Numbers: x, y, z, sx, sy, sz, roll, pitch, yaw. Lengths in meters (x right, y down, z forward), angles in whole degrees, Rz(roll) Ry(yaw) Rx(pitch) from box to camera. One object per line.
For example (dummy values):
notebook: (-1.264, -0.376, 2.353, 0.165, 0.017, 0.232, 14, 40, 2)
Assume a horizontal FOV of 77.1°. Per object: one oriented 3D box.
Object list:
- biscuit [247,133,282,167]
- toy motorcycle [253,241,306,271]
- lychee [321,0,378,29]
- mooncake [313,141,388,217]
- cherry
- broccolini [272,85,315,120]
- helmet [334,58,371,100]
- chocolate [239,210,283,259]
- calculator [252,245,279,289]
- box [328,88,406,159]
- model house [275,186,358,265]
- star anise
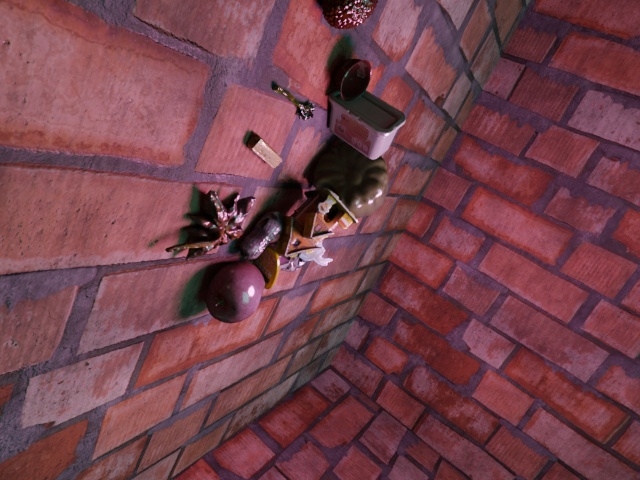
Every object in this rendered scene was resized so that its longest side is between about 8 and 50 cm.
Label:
biscuit: (-0.202, -0.323, 1.471, 0.056, 0.052, 0.188, -41, 157, 6)
toy motorcycle: (-0.168, 0.047, 1.915, 0.327, 0.143, 0.188, 4, 117, -46)
lychee: (0.091, -0.779, 1.307, 0.188, 0.188, 0.188, -43, 154, -28)
mooncake: (0.148, -0.282, 1.831, 0.351, 0.351, 0.187, -51, 158, -14)
cherry: (-0.348, 0.211, 1.676, 0.261, 0.221, 0.307, -61, 176, 27)
broccolini: (-0.101, -0.506, 1.470, 0.058, 0.071, 0.254, -21, 164, 27)
helmet: (0.108, -0.643, 1.590, 0.175, 0.106, 0.155, -52, 151, -5)
chocolate: (-0.248, -0.021, 1.700, 0.248, 0.110, 0.110, -47, 155, -13)
calculator: (-0.243, 0.129, 1.765, 0.032, 0.146, 0.234, -16, 137, -48)
box: (0.178, -0.491, 1.689, 0.175, 0.312, 0.182, -41, 160, -31)
model house: (-0.016, -0.004, 1.763, 0.323, 0.340, 0.300, -46, -161, -12)
star anise: (-0.370, -0.046, 1.431, 0.350, 0.109, 0.292, 5, 111, -63)
